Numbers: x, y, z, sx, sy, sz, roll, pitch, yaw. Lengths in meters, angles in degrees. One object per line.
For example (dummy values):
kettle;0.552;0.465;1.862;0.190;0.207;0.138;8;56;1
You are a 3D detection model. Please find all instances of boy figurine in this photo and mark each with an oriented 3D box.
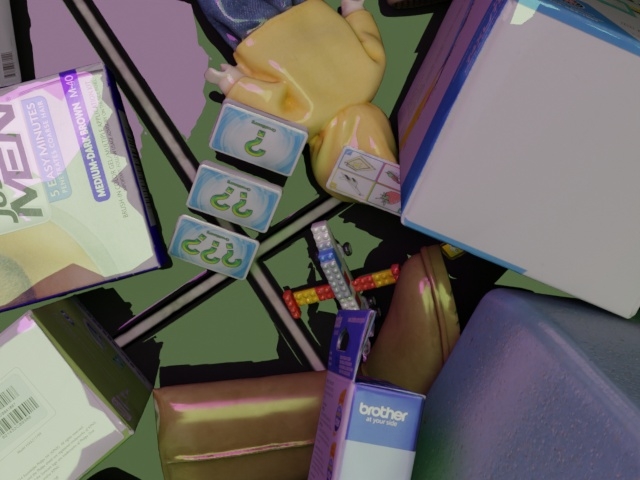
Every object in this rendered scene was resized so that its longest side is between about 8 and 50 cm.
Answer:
boy figurine;-0.013;-0.160;1.137;0.177;0.092;0.285;-39;96;-27

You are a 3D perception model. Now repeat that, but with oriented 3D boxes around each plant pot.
plant pot;0.209;0.172;0.976;0.247;0.252;0.247;8;119;-34

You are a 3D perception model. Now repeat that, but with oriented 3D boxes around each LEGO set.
LEGO set;0.000;0.000;1.111;0.244;0.060;0.182;20;126;-8

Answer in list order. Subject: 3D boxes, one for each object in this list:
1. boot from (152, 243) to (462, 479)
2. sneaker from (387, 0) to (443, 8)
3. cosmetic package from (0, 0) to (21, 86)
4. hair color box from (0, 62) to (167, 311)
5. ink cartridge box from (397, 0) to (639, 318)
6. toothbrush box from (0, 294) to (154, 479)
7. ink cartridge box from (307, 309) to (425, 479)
boot;-0.012;0.127;1.098;0.269;0.089;0.236;-7;118;-2
sneaker;0.148;-0.263;1.162;0.188;0.066;0.071;-10;90;-5
cosmetic package;-0.328;-0.247;1.086;0.098;0.060;0.239;1;104;27
hair color box;-0.322;-0.020;1.107;0.338;0.110;0.185;-16;92;-3
ink cartridge box;0.189;-0.107;1.037;0.198;0.270;0.197;22;112;-7
toothbrush box;-0.254;0.157;1.022;0.206;0.283;0.122;-40;92;-3
ink cartridge box;0.020;0.207;0.943;0.065;0.186;0.311;9;86;-5
